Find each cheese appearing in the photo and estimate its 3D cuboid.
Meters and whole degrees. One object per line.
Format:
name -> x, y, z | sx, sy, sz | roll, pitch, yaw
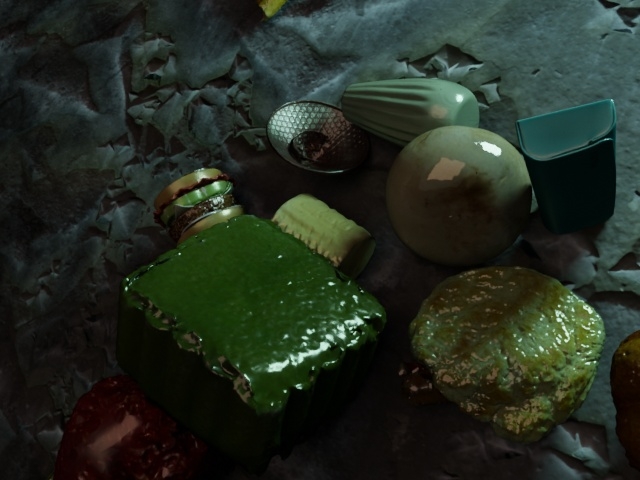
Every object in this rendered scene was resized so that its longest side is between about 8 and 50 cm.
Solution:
cheese -> 0.000, 0.000, 1.175 | 0.167, 0.094, 0.123 | 33, 63, 28

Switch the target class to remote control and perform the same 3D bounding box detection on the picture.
remote control -> -0.180, 0.366, 1.181 | 0.091, 0.016, 0.034 | 38, 106, 29

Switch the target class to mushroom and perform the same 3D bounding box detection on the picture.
mushroom -> 0.215, -0.072, 1.067 | 0.226, 0.178, 0.226 | 7, 117, 14

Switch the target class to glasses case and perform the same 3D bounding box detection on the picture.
glasses case -> 0.349, -0.086, 0.937 | 0.117, 0.301, 0.070 | -12, 67, 20

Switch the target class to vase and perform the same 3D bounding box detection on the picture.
vase -> 0.145, -0.222, 1.180 | 0.248, 0.128, 0.128 | 20, 81, 37

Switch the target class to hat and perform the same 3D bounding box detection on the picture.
hat -> -0.011, -0.167, 1.256 | 0.193, 0.082, 0.193 | 7, 49, -9

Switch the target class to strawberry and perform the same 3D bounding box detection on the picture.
strawberry -> -0.290, 0.329, 1.101 | 0.274, 0.274, 0.220 | -28, 49, 13

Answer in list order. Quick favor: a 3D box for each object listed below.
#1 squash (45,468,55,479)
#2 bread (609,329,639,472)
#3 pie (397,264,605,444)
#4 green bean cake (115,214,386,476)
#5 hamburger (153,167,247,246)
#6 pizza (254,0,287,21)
squash -> -0.386, 0.496, 1.227 | 0.260, 0.189, 0.189 | 34, 88, -7
bread -> 0.450, 0.209, 0.831 | 0.135, 0.247, 0.232 | -17, 57, 35
pie -> 0.266, 0.154, 1.009 | 0.274, 0.105, 0.257 | 15, 70, 27
green bean cake -> -0.106, 0.145, 1.038 | 0.319, 0.335, 0.218 | 37, 130, 25
hamburger -> -0.215, -0.041, 1.257 | 0.175, 0.175, 0.137 | -34, 75, 10
pizza -> -0.117, -0.602, 1.456 | 0.197, 0.058, 0.292 | 9, 77, 27
